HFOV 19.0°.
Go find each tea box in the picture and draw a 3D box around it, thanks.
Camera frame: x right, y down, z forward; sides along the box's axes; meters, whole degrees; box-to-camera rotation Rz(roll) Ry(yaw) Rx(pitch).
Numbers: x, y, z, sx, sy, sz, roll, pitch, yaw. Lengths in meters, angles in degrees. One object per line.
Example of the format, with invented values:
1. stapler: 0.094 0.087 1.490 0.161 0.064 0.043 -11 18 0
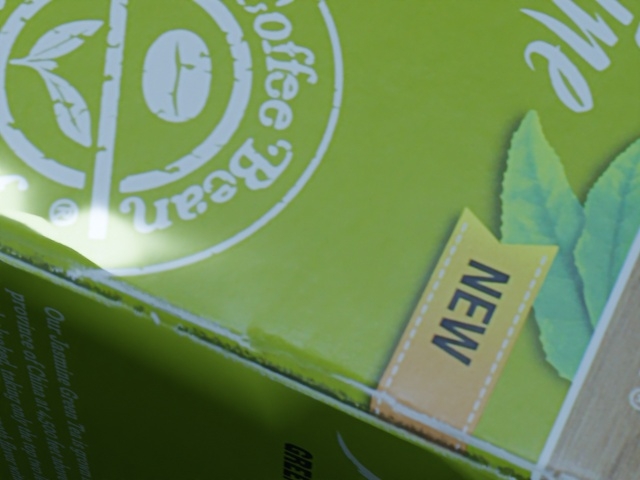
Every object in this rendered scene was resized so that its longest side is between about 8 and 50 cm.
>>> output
1. tea box: -0.002 -0.078 0.565 0.323 0.220 0.329 22 64 9
